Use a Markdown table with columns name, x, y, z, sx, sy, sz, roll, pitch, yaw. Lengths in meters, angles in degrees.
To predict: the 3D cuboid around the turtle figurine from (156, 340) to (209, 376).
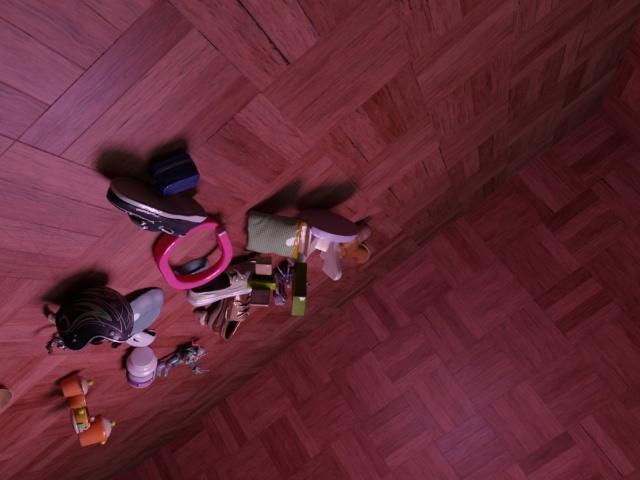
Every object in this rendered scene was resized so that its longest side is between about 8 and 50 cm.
| name | x | y | z | sx | sy | sz | roll | pitch | yaw |
| --- | --- | --- | --- | --- | --- | --- | --- | --- | --- |
| turtle figurine | -0.564 | 0.502 | 2.064 | 0.234 | 0.118 | 0.175 | -20 | 146 | 1 |

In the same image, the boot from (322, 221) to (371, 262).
| name | x | y | z | sx | sy | sz | roll | pitch | yaw |
| --- | --- | --- | --- | --- | --- | --- | --- | --- | --- |
| boot | 0.111 | 0.055 | 2.149 | 0.220 | 0.109 | 0.283 | -30 | 158 | -18 |

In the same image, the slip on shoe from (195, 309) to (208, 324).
| name | x | y | z | sx | sy | sz | roll | pitch | yaw |
| --- | --- | --- | --- | --- | --- | --- | --- | --- | --- |
| slip on shoe | -0.454 | 0.290 | 1.869 | 0.135 | 0.041 | 0.051 | 126 | -18 | -72 |

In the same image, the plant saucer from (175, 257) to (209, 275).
| name | x | y | z | sx | sy | sz | roll | pitch | yaw |
| --- | --- | --- | --- | --- | --- | --- | --- | --- | --- |
| plant saucer | -0.398 | 0.099 | 1.538 | 0.119 | 0.021 | 0.119 | -32 | 160 | -13 |

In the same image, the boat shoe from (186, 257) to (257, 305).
| name | x | y | z | sx | sy | sz | roll | pitch | yaw |
| --- | --- | --- | --- | --- | --- | --- | --- | --- | --- |
| boat shoe | -0.300 | 0.136 | 1.650 | 0.302 | 0.109 | 0.094 | -24 | 166 | -24 |

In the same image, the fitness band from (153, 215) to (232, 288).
| name | x | y | z | sx | sy | sz | roll | pitch | yaw |
| --- | --- | --- | --- | --- | --- | --- | --- | --- | --- |
| fitness band | -0.355 | 0.042 | 1.396 | 0.209 | 0.054 | 0.291 | -31 | 155 | -17 |

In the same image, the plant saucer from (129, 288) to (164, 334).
| name | x | y | z | sx | sy | sz | roll | pitch | yaw |
| --- | --- | --- | --- | --- | --- | --- | --- | --- | --- |
| plant saucer | -0.545 | 0.232 | 1.507 | 0.195 | 0.037 | 0.195 | -46 | 166 | -14 |

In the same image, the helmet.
| name | x | y | z | sx | sy | sz | roll | pitch | yaw |
| --- | --- | --- | --- | --- | --- | --- | --- | --- | --- |
| helmet | -0.566 | 0.198 | 1.257 | 0.161 | 0.169 | 0.169 | -26 | 160 | -1 |

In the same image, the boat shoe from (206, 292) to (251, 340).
| name | x | y | z | sx | sy | sz | roll | pitch | yaw |
| --- | --- | --- | --- | --- | --- | --- | --- | --- | --- |
| boat shoe | -0.314 | 0.248 | 1.848 | 0.122 | 0.120 | 0.324 | -15 | 144 | -50 |

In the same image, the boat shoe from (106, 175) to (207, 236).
| name | x | y | z | sx | sy | sz | roll | pitch | yaw |
| --- | --- | --- | --- | --- | --- | --- | --- | --- | --- |
| boat shoe | -0.363 | -0.060 | 1.086 | 0.091 | 0.114 | 0.302 | -45 | 159 | 10 |

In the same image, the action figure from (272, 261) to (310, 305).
| name | x | y | z | sx | sy | sz | roll | pitch | yaw |
| --- | --- | --- | --- | --- | --- | --- | --- | --- | --- |
| action figure | -0.127 | 0.181 | 2.009 | 0.164 | 0.141 | 0.276 | -21 | 160 | -6 |

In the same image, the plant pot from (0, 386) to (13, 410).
| name | x | y | z | sx | sy | sz | roll | pitch | yaw |
| --- | --- | --- | --- | --- | --- | --- | --- | --- | --- |
| plant pot | -1.005 | 0.476 | 1.389 | 0.236 | 0.032 | 0.236 | -30 | 160 | -13 |

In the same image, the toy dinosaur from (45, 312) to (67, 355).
| name | x | y | z | sx | sy | sz | roll | pitch | yaw |
| --- | --- | --- | --- | --- | --- | --- | --- | --- | --- |
| toy dinosaur | -0.692 | 0.254 | 1.353 | 0.118 | 0.064 | 0.268 | -49 | 161 | -5 |

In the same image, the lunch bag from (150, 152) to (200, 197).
| name | x | y | z | sx | sy | sz | roll | pitch | yaw |
| --- | --- | --- | --- | --- | --- | --- | --- | --- | --- |
| lunch bag | -0.314 | -0.141 | 1.050 | 0.098 | 0.065 | 0.067 | -27 | 174 | -27 |

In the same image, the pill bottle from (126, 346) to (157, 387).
| name | x | y | z | sx | sy | sz | roll | pitch | yaw |
| --- | --- | --- | --- | --- | --- | --- | --- | --- | --- |
| pill bottle | -0.661 | 0.463 | 1.818 | 0.108 | 0.108 | 0.193 | -22 | 157 | -33 |

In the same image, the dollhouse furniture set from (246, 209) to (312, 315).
| name | x | y | z | sx | sy | sz | roll | pitch | yaw |
| --- | --- | --- | --- | --- | --- | --- | --- | --- | --- |
| dollhouse furniture set | -0.134 | 0.074 | 1.500 | 0.197 | 0.151 | 0.301 | 4 | 134 | -3 |

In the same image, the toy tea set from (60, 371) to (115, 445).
| name | x | y | z | sx | sy | sz | roll | pitch | yaw |
| --- | --- | --- | --- | --- | --- | --- | --- | --- | --- |
| toy tea set | -0.811 | 0.588 | 1.734 | 0.124 | 0.200 | 0.336 | -15 | 148 | -26 |

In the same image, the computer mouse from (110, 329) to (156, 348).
| name | x | y | z | sx | sy | sz | roll | pitch | yaw |
| --- | --- | --- | --- | --- | --- | --- | --- | --- | --- |
| computer mouse | -0.623 | 0.336 | 1.684 | 0.106 | 0.042 | 0.193 | -38 | 161 | 5 |

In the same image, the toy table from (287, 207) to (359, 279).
| name | x | y | z | sx | sy | sz | roll | pitch | yaw |
| --- | --- | --- | --- | --- | --- | --- | --- | --- | --- |
| toy table | 0.000 | 0.000 | 1.689 | 0.274 | 0.252 | 0.161 | 5 | 120 | -44 |
